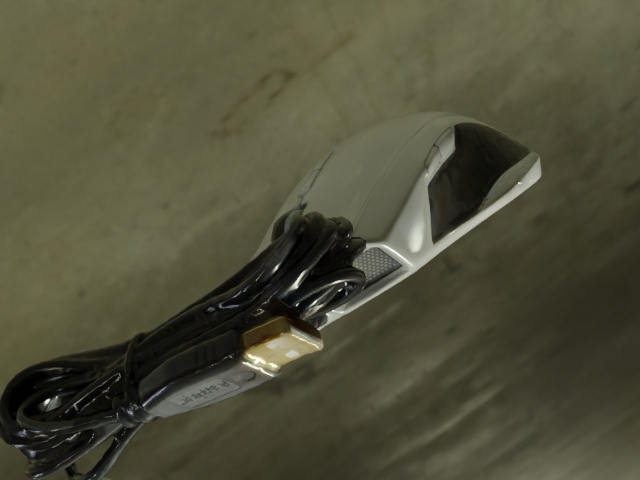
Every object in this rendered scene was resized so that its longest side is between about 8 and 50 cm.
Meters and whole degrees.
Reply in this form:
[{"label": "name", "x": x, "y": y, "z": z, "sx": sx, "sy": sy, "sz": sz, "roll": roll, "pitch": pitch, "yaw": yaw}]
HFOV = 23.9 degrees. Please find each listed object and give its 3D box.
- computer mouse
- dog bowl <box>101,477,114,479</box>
[{"label": "computer mouse", "x": 0.000, "y": 0.000, "z": 0.422, "sx": 0.106, "sy": 0.042, "sz": 0.193, "roll": -34, "pitch": 180, "yaw": 33}, {"label": "dog bowl", "x": -0.120, "y": 0.287, "z": 0.945, "sx": 0.104, "sy": 0.265, "sz": 0.265, "roll": -28, "pitch": 160, "yaw": -27}]
